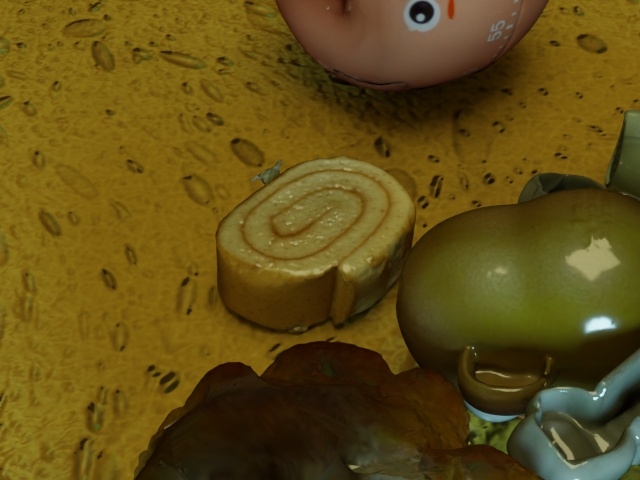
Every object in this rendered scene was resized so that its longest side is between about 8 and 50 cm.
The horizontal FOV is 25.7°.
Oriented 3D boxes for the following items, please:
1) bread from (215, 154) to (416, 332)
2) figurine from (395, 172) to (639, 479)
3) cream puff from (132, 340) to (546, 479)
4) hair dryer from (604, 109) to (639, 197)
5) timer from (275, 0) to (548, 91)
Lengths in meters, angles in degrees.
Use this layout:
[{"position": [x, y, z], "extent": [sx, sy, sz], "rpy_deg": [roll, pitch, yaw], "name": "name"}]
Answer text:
[{"position": [0.000, 0.000, 1.013], "extent": [0.122, 0.073, 0.149], "rpy_deg": [31, 53, 26], "name": "bread"}, {"position": [0.191, 0.049, 0.891], "extent": [0.285, 0.167, 0.342], "rpy_deg": [8, 8, 3], "name": "figurine"}, {"position": [-0.005, 0.162, 0.711], "extent": [0.269, 0.155, 0.241], "rpy_deg": [-29, 44, -31], "name": "cream puff"}, {"position": [0.344, -0.085, 1.118], "extent": [0.206, 0.075, 0.237], "rpy_deg": [18, 39, 9], "name": "hair dryer"}, {"position": [0.076, -0.238, 1.147], "extent": [0.215, 0.229, 0.229], "rpy_deg": [-29, 50, -26], "name": "timer"}]
